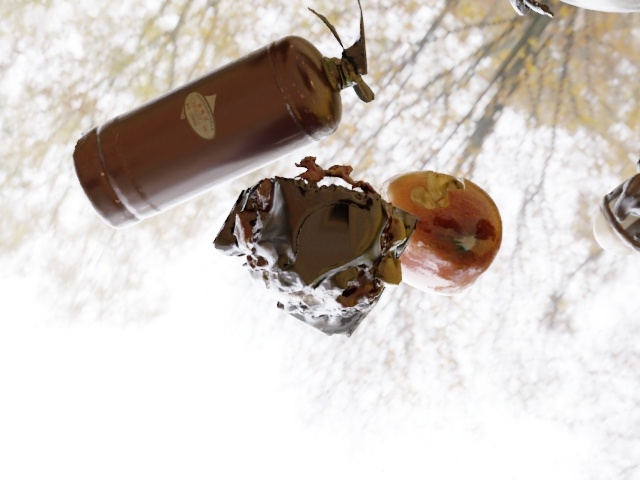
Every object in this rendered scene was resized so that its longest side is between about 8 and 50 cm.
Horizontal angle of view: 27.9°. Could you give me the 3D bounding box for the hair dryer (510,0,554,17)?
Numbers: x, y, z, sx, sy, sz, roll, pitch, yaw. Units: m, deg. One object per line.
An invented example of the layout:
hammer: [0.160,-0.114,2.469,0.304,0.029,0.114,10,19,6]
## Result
hair dryer: [0.269,-0.313,1.636,0.031,0.079,0.083,-35,-136,-13]

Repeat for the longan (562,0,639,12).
longan: [0.285,-0.327,0.988,0.361,0.361,0.361,18,-135,-19]

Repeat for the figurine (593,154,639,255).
figurine: [0.529,-0.090,1.633,0.306,0.412,0.241,19,-133,-35]

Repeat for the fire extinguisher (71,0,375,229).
fire extinguisher: [-0.090,-0.133,1.331,0.135,0.337,0.114,61,-165,-26]

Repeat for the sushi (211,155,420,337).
sushi: [0.000,0.000,1.247,0.172,0.150,0.153,30,-95,-8]

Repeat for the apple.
apple: [0.157,-0.017,1.806,0.199,0.199,0.199,18,-135,-19]
